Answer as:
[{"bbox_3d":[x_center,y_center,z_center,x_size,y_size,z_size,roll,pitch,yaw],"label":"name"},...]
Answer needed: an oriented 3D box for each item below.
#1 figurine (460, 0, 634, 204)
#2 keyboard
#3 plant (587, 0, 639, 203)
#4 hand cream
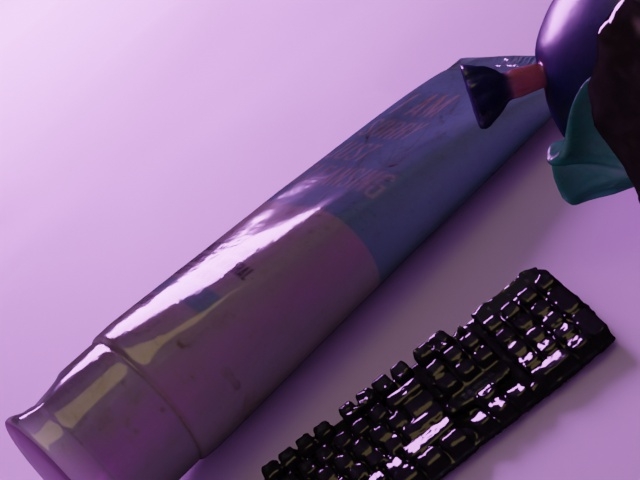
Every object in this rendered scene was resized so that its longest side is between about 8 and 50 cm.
[{"bbox_3d":[0.141,-0.092,0.513,0.111,0.102,0.195,-21,32,44],"label":"figurine"},{"bbox_3d":[0.021,0.080,0.474,0.195,0.018,0.060,-38,31,-3],"label":"keyboard"},{"bbox_3d":[0.199,-0.069,0.338,0.234,0.204,0.178,-35,65,-25],"label":"plant"},{"bbox_3d":[0.000,0.000,0.569,0.312,0.070,0.111,-44,26,-23],"label":"hand cream"}]
